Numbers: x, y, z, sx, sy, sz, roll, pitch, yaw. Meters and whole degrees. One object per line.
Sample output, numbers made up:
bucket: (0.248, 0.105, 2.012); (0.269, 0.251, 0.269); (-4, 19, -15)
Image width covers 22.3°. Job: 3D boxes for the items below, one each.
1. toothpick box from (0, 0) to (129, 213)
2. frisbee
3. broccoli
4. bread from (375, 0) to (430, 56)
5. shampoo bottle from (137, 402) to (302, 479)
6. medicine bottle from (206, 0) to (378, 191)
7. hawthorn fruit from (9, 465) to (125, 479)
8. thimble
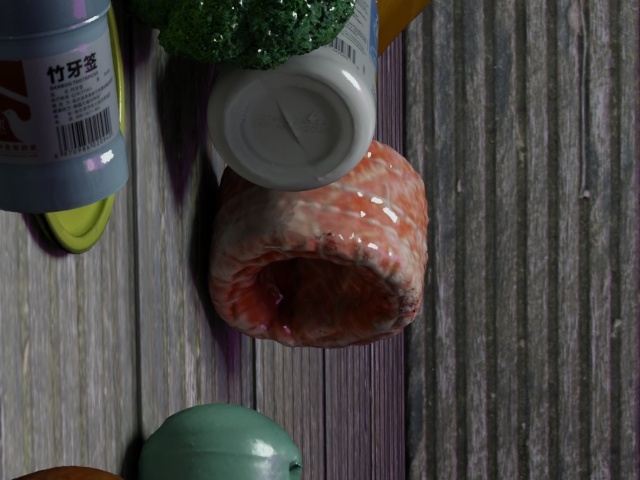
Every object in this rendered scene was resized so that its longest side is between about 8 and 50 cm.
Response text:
toothpick box: (-0.178, -0.106, 1.022); (0.101, 0.101, 0.153); (-71, 159, -62)
frisbee: (-0.187, -0.107, 1.216); (0.236, 0.017, 0.235); (0, 90, -80)
broccoli: (-0.069, -0.278, 1.369); (0.270, 0.270, 0.270); (53, 24, -18)
bread: (0.035, -0.244, 1.807); (0.361, 0.077, 0.138); (-49, 164, -13)
shampoo bottle: (-0.094, 0.312, 1.382); (0.222, 0.151, 0.349); (59, 32, -68)
medicine bottle: (-0.021, -0.186, 1.590); (0.288, 0.157, 0.157); (-85, 171, -54)
hawthorn fruit: (-0.169, 0.241, 0.901); (0.251, 0.200, 0.199); (-33, 124, -62)
thimble: (0.000, 0.000, 1.684); (0.239, 0.239, 0.162); (76, 14, -56)
